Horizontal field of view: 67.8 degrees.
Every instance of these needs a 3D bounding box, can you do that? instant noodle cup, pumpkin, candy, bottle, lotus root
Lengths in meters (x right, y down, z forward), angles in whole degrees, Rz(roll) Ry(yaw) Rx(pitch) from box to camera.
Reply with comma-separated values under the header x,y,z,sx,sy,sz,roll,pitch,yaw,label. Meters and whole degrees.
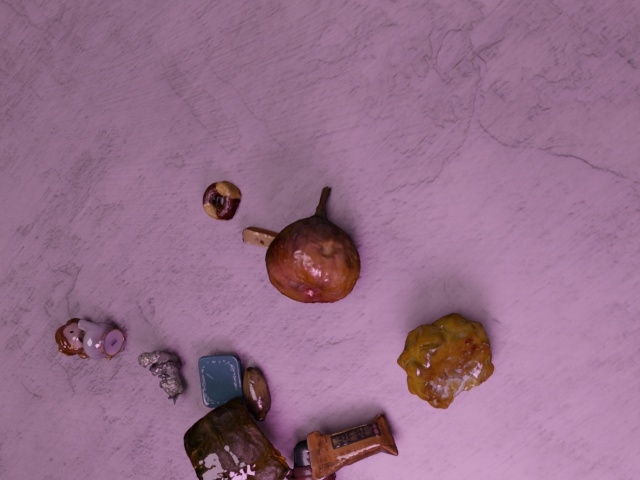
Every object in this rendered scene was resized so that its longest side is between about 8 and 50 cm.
x,y,z,sx,sy,sz,roll,pitch,yaw,label
-0.329,0.475,1.630,0.157,0.070,0.178,-8,88,19,instant noodle cup
-0.265,0.661,1.470,0.225,0.256,0.303,-39,98,-15,pumpkin
0.087,0.616,1.438,0.272,0.101,0.143,-21,54,6,candy
-0.024,0.767,1.488,0.156,0.143,0.271,-11,78,-4,bottle
-0.209,0.507,1.580,0.089,0.081,0.179,-17,82,49,lotus root

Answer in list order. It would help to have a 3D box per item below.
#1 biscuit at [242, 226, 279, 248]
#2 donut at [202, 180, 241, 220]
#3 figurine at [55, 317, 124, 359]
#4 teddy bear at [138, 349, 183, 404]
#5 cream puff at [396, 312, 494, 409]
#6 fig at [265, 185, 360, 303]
x,y,z,sx,sy,sz,roll,pitch,yaw,label
-0.168,0.001,1.569,0.188,0.052,0.056,14,109,20,biscuit
-0.340,-0.136,1.626,0.141,0.059,0.140,0,89,23,donut
-0.879,0.373,1.795,0.264,0.142,0.189,1,115,21,figurine
-0.546,0.465,1.703,0.133,0.111,0.213,-12,112,41,teddy bear
0.342,0.325,1.337,0.282,0.185,0.281,-6,110,-16,cream puff
0.000,0.000,1.444,0.287,0.286,0.368,7,64,20,fig
